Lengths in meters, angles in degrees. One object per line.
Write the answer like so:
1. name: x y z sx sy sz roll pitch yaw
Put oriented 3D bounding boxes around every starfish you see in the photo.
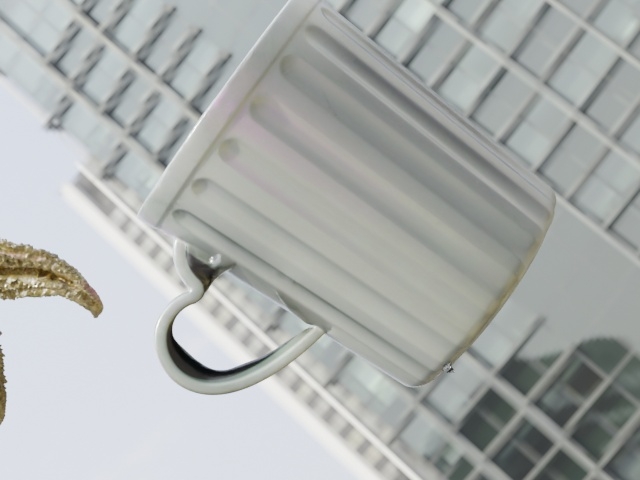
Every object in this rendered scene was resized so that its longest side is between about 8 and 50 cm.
1. starfish: -0.258 0.029 1.038 0.043 0.241 0.227 -59 -27 -57

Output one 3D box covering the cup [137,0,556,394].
1. cup: 0.004 -0.008 0.924 0.221 0.202 0.167 -53 4 24
